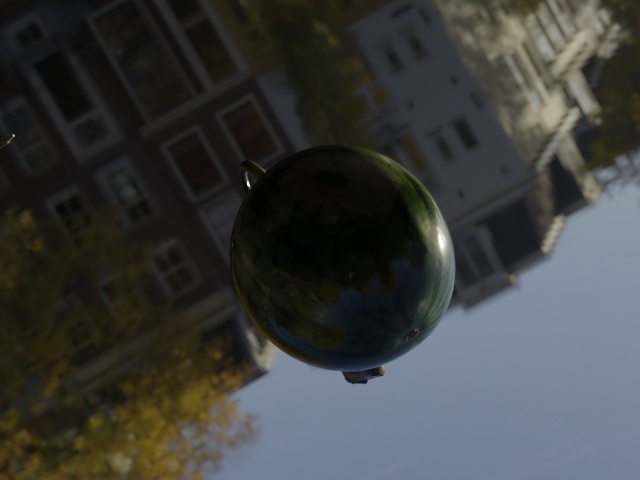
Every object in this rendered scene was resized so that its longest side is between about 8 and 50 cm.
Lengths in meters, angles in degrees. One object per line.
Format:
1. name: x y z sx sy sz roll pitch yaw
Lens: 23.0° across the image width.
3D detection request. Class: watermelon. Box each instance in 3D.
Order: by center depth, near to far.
1. watermelon: 0.000 0.000 1.016 0.141 0.187 0.141 -35 148 -25

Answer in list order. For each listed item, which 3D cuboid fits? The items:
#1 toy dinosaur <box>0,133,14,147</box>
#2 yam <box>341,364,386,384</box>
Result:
1. toy dinosaur: -0.397 -0.047 1.570 0.187 0.044 0.106 -15 -152 19
2. yam: 0.009 0.036 1.631 0.057 0.241 0.057 -21 180 0
